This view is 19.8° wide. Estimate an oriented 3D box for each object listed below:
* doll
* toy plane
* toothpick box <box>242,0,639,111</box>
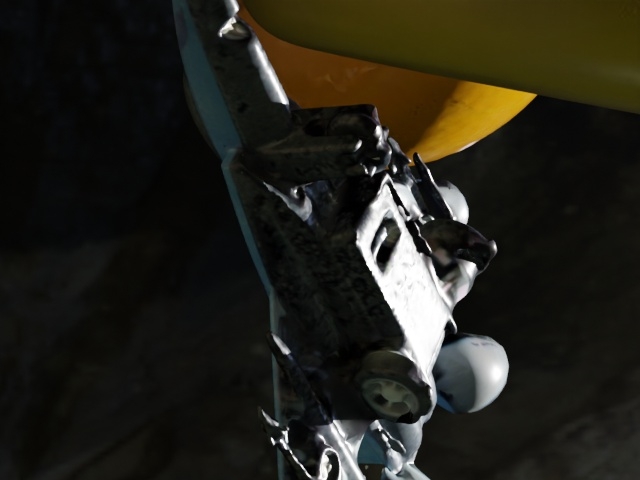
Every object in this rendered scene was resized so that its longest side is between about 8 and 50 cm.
[{"bbox_3d":[0.060,-0.136,0.945,0.213,0.236,0.213,3,-86,57],"label":"doll"},{"bbox_3d":[0.007,0.000,0.628,0.078,0.169,0.246,6,-43,24],"label":"toy plane"},{"bbox_3d":[0.085,-0.167,0.432,0.175,0.175,0.271,17,-82,47],"label":"toothpick box"}]
